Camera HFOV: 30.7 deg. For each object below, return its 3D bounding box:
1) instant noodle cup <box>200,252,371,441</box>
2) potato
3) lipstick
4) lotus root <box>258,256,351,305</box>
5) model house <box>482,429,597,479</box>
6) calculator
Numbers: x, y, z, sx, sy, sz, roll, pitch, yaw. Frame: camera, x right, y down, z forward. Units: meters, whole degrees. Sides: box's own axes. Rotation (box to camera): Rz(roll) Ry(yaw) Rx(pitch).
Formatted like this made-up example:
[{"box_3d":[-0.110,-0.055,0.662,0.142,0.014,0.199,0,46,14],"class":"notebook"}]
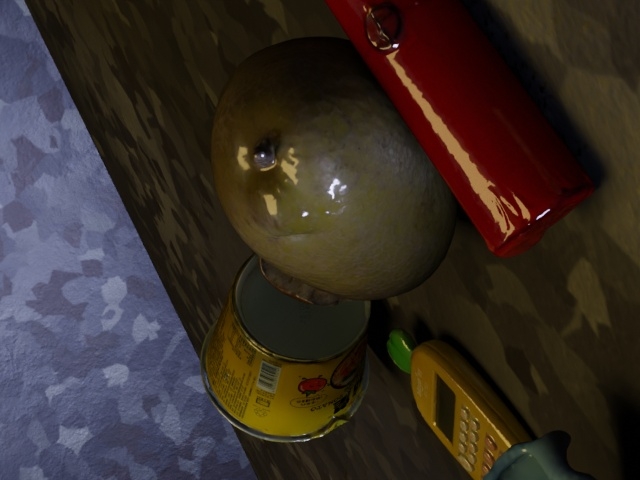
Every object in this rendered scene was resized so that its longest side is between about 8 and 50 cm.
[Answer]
[{"box_3d":[-0.027,0.095,1.188,0.182,0.182,0.144,54,154,23],"class":"instant noodle cup"},{"box_3d":[0.009,-0.049,0.778,0.174,0.159,0.251,40,-170,19],"class":"potato"},{"box_3d":[0.057,-0.121,0.693,0.279,0.073,0.073,57,165,13],"class":"lipstick"},{"box_3d":[0.003,0.000,1.015,0.081,0.112,0.122,94,177,-80],"class":"lotus root"},{"box_3d":[0.199,0.314,0.773,0.303,0.215,0.237,46,177,-41],"class":"model house"},{"box_3d":[0.135,0.163,1.028,0.235,0.032,0.146,50,162,30],"class":"calculator"}]
